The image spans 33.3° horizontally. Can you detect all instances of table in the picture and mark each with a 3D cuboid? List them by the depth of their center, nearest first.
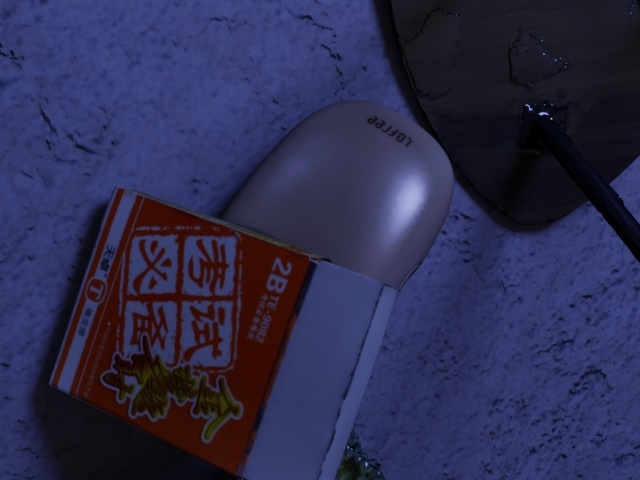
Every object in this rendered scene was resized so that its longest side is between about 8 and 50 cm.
[{"bbox_3d":[0.218,-0.124,0.776,0.317,0.249,0.317,-3,109,-9],"label":"table"}]

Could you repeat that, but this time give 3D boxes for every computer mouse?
[{"bbox_3d":[0.000,0.000,0.803,0.145,0.082,0.236,36,80,12],"label":"computer mouse"}]

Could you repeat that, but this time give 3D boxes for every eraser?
[{"bbox_3d":[-0.073,0.068,0.748,0.038,0.230,0.157,18,92,-65],"label":"eraser"}]

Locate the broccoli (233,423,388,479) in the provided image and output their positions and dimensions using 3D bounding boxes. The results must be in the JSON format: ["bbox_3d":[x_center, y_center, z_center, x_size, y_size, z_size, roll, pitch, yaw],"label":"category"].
[{"bbox_3d":[-0.108,0.266,0.760,0.361,0.221,0.252,-19,77,-12],"label":"broccoli"}]
